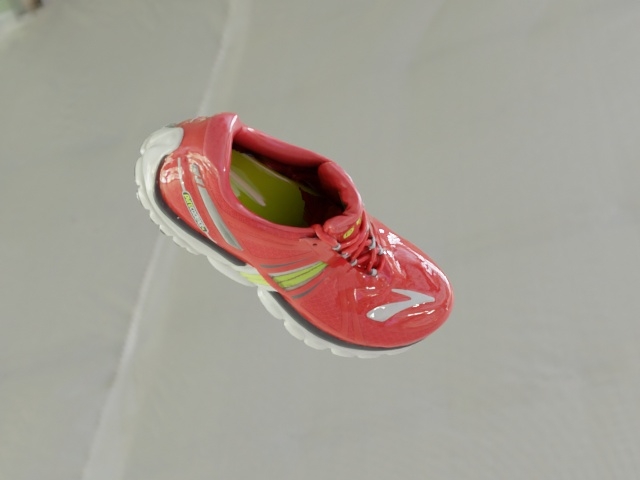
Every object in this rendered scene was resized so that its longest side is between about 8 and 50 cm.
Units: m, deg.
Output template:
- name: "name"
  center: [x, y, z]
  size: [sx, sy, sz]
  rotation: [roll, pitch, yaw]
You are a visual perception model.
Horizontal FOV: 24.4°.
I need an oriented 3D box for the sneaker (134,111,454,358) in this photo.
- name: "sneaker"
  center: [0.000, 0.000, 1.046]
  size: [0.118, 0.279, 0.107]
  rotation: [-18, -130, 49]
